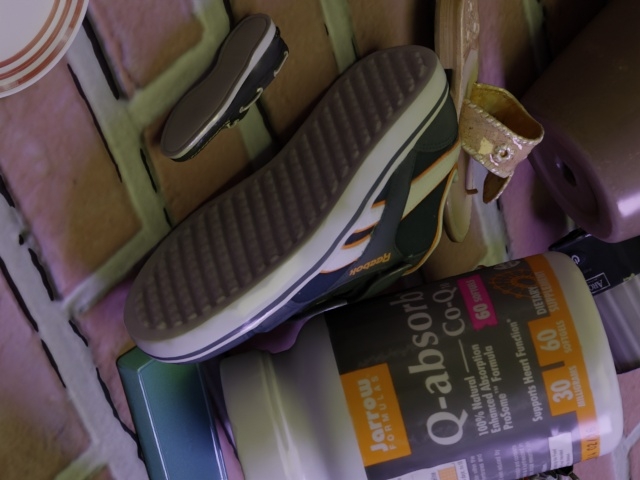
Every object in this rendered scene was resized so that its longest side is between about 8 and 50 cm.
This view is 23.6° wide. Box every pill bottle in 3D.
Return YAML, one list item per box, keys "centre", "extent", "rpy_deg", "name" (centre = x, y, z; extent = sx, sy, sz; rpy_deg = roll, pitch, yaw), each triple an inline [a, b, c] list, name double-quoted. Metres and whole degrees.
- centre: [0.074, 0.117, 1.158]
  extent: [0.279, 0.162, 0.162]
  rpy_deg: [-15, 128, -1]
  name: "pill bottle"

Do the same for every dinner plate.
- centre: [-0.198, -0.153, 0.917]
  extent: [0.141, 0.017, 0.141]
  rpy_deg: [-24, 125, -39]
  name: "dinner plate"

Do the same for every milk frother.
- centre: [0.291, 0.038, 1.444]
  extent: [0.143, 0.129, 0.134]
  rpy_deg: [-27, 91, -28]
  name: "milk frother"

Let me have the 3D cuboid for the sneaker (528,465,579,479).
- centre: [0.235, 0.229, 1.542]
  extent: [0.038, 0.069, 0.098]
  rpy_deg: [-51, 138, -15]
  name: "sneaker"

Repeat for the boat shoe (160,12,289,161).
- centre: [-0.065, -0.100, 1.069]
  extent: [0.125, 0.046, 0.038]
  rpy_deg: [-59, 136, -19]
  name: "boat shoe"

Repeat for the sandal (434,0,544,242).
- centre: [0.141, -0.097, 1.244]
  extent: [0.088, 0.079, 0.240]
  rpy_deg: [-58, 148, -54]
  name: "sandal"

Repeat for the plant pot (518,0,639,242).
- centre: [0.301, -0.119, 1.322]
  extent: [0.229, 0.263, 0.263]
  rpy_deg: [-34, 134, -9]
  name: "plant pot"

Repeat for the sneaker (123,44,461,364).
- centre: [0.000, 0.000, 1.126]
  extent: [0.321, 0.126, 0.127]
  rpy_deg: [-44, 131, -24]
  name: "sneaker"

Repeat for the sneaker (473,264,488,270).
- centre: [0.153, 0.131, 1.319]
  extent: [0.128, 0.087, 0.221]
  rpy_deg: [-46, 123, -10]
  name: "sneaker"

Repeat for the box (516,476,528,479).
- centre: [0.113, 0.196, 1.403]
  extent: [0.201, 0.057, 0.293]
  rpy_deg: [-22, 124, -38]
  name: "box"

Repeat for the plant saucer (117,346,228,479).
- centre: [-0.106, 0.150, 1.175]
  extent: [0.067, 0.018, 0.192]
  rpy_deg: [-34, 133, -31]
  name: "plant saucer"
